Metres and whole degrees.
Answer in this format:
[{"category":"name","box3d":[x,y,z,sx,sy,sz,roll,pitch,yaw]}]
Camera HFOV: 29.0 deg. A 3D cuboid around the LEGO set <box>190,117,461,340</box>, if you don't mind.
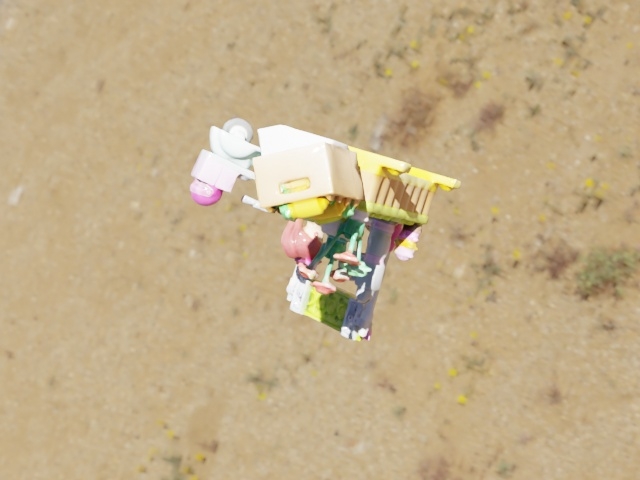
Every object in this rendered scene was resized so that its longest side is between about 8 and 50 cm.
[{"category":"LEGO set","box3d":[0.000,0.000,0.682,0.287,0.132,0.107,-146,72,-77]}]
